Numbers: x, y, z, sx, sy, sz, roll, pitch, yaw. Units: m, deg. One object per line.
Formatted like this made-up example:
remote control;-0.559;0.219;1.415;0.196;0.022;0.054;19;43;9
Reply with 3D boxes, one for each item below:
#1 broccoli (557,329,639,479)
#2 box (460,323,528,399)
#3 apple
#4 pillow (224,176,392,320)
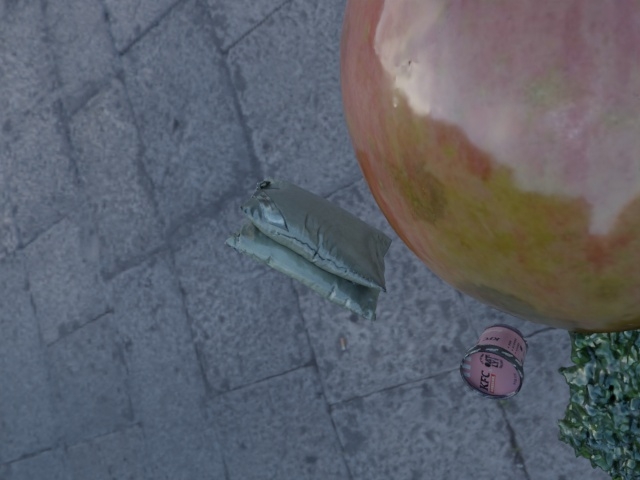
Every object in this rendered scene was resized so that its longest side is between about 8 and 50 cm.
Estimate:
broccoli;0.399;0.119;0.736;0.249;0.302;0.375;8;135;35
box;0.435;0.291;1.718;0.151;0.135;0.151;17;128;23
apple;0.197;-0.111;0.504;0.364;0.364;0.364;1;91;39
pillow;0.000;0.000;0.773;0.181;0.134;0.078;30;118;-3
